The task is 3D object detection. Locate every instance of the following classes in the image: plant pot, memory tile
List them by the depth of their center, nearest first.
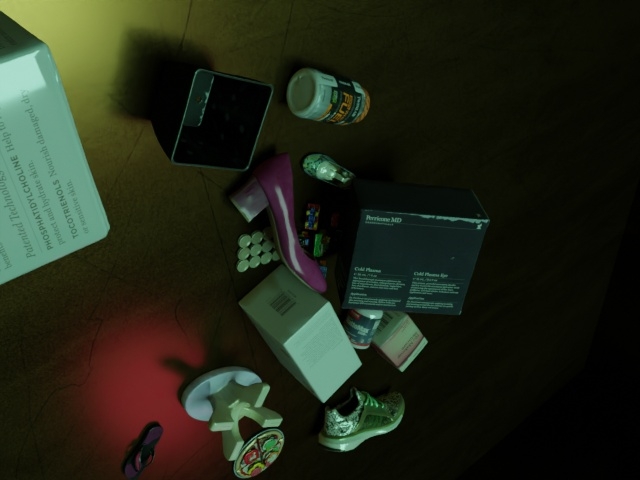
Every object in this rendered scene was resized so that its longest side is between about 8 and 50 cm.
[{"bbox_3d":[-0.238,-0.263,1.348,0.187,0.167,0.188,1,116,-44],"label":"plant pot"},{"bbox_3d":[-0.157,0.018,1.756,0.148,0.012,0.113,-17,129,-35],"label":"memory tile"}]

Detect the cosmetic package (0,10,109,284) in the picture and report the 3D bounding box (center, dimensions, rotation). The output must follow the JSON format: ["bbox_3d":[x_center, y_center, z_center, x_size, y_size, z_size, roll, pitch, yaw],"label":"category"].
[{"bbox_3d":[-0.591,-0.123,0.973,0.394,0.329,0.327,-28,135,-26],"label":"cosmetic package"}]

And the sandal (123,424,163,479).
[{"bbox_3d":[-0.482,0.589,1.829,0.067,0.040,0.179,19,103,-50],"label":"sandal"}]

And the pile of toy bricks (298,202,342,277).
[{"bbox_3d":[0.000,0.000,1.845,0.105,0.118,0.212,-59,158,-73],"label":"pile of toy bricks"}]

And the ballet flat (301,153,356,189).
[{"bbox_3d":[0.031,-0.179,1.757,0.188,0.070,0.070,13,108,-48],"label":"ballet flat"}]

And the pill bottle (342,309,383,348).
[{"bbox_3d":[0.138,0.246,2.139,0.108,0.108,0.180,2,115,-45],"label":"pill bottle"}]

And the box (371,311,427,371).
[{"bbox_3d":[0.249,0.325,2.292,0.148,0.127,0.232,-48,140,-7],"label":"box"}]

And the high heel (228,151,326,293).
[{"bbox_3d":[-0.050,-0.033,1.668,0.181,0.127,0.377,-40,121,-3],"label":"high heel"}]

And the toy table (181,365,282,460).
[{"bbox_3d":[-0.240,0.471,1.891,0.274,0.161,0.252,-4,120,-42],"label":"toy table"}]

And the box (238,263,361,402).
[{"bbox_3d":[-0.050,0.266,1.882,0.168,0.215,0.345,-42,140,-15],"label":"box"}]

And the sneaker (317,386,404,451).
[{"bbox_3d":[0.161,0.611,2.420,0.410,0.158,0.182,-17,112,-42],"label":"sneaker"}]

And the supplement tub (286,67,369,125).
[{"bbox_3d":[0.023,-0.338,1.589,0.190,0.117,0.117,0,117,-44],"label":"supplement tub"}]

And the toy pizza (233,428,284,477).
[{"bbox_3d":[-0.197,0.711,2.207,0.201,0.032,0.201,-25,133,-30],"label":"toy pizza"}]

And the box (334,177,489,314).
[{"bbox_3d":[0.235,0.019,1.805,0.343,0.179,0.312,5,122,-9],"label":"box"}]
